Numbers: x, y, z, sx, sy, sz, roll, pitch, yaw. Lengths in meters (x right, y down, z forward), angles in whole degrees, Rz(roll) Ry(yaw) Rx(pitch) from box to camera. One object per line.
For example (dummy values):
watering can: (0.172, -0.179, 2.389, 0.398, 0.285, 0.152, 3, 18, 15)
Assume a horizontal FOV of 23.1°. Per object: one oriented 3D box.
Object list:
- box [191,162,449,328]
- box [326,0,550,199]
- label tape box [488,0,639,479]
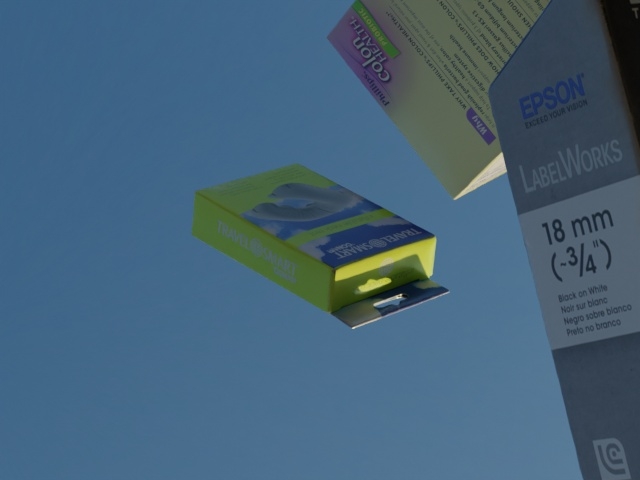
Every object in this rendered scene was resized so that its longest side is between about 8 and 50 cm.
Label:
box: (0.000, 0.000, 1.169, 0.109, 0.178, 0.042, -18, -55, -40)
box: (0.161, -0.202, 1.499, 0.117, 0.243, 0.213, -27, -105, -45)
label tape box: (0.220, -0.050, 0.819, 0.240, 0.106, 0.334, -10, -96, -33)
